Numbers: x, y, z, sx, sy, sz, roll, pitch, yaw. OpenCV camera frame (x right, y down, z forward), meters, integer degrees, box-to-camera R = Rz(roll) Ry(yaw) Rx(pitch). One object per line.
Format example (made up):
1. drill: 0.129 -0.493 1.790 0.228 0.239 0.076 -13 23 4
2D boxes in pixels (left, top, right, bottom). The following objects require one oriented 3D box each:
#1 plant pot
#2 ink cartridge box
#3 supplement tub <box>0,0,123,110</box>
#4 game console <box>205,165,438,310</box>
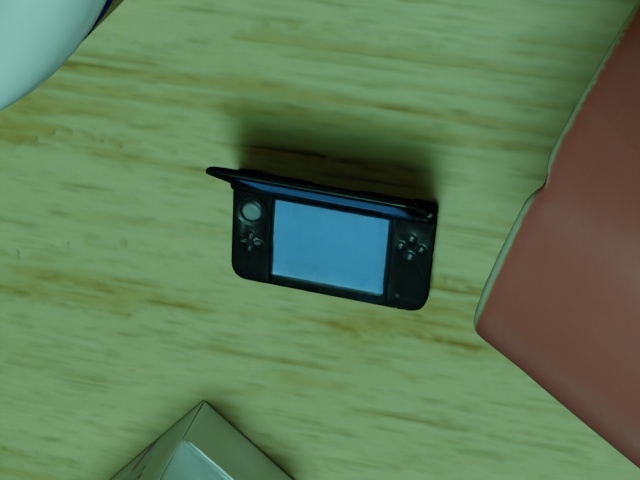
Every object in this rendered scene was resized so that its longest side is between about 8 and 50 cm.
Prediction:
1. plant pot: 0.222 0.014 0.713 0.243 0.275 0.275 29 124 11
2. ink cartridge box: -0.088 0.184 0.992 0.092 0.090 0.143 43 121 -10
3. supplement tub: -0.141 -0.211 0.631 0.241 0.331 0.241 8 122 12
4. game console: 0.000 0.000 0.868 0.122 0.071 0.107 11 122 11
